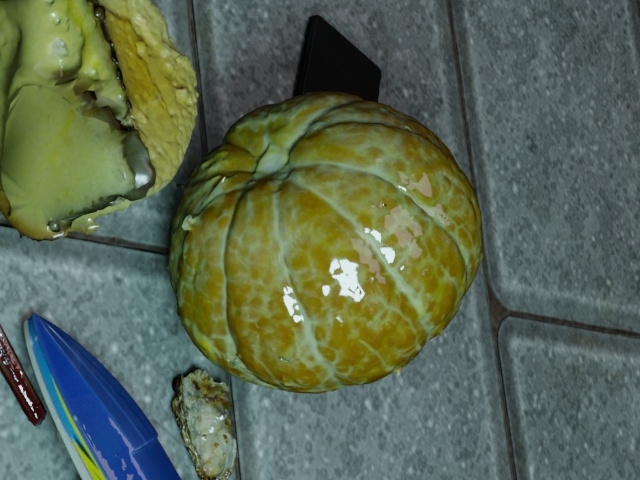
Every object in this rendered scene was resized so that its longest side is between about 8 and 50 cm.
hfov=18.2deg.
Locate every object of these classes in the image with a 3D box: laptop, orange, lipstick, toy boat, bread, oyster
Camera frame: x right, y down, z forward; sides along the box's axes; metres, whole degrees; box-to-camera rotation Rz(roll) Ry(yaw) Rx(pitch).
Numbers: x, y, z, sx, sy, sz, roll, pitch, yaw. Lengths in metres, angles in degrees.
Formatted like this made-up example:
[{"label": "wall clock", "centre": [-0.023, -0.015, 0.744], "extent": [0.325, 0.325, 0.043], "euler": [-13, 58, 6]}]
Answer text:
[{"label": "laptop", "centre": [0.017, -0.155, 2.354], "extent": [0.135, 0.016, 0.197], "euler": [37, 50, -37]}, {"label": "orange", "centre": [0.000, 0.000, 2.013], "extent": [0.249, 0.329, 0.329], "euler": [52, 41, -37]}, {"label": "lipstick", "centre": [-0.300, 0.095, 1.849], "extent": [0.027, 0.027, 0.176], "euler": [-41, 109, -50]}, {"label": "toy boat", "centre": [-0.202, 0.199, 1.877], "extent": [0.295, 0.088, 0.129], "euler": [60, 10, 1]}, {"label": "bread", "centre": [-0.231, -0.127, 1.897], "extent": [0.162, 0.204, 0.262], "euler": [16, 59, -60]}, {"label": "oyster", "centre": [-0.123, 0.196, 2.022], "extent": [0.086, 0.029, 0.132], "euler": [27, 58, -35]}]
